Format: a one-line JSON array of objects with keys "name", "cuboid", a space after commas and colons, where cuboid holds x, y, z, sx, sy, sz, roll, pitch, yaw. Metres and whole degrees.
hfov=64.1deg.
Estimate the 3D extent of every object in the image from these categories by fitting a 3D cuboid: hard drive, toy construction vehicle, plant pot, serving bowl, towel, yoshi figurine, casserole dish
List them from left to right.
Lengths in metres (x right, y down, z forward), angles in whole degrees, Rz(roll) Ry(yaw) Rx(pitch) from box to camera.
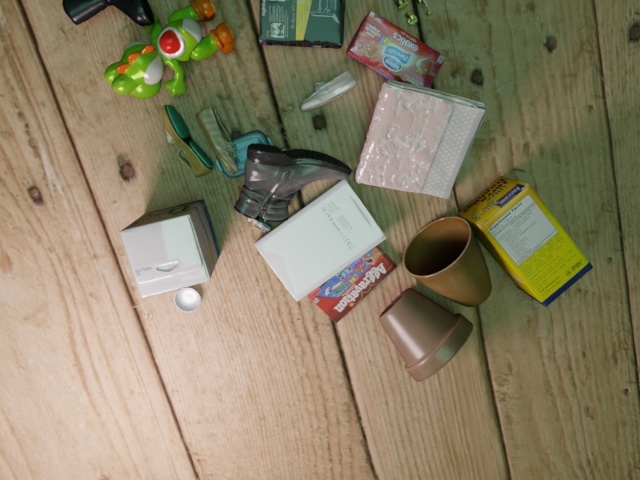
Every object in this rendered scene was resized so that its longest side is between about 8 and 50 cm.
[{"name": "yoshi figurine", "cuboid": [-0.432, -0.522, 1.443, 0.362, 0.203, 0.203, -35, 145, -10]}, {"name": "serving bowl", "cuboid": [-0.430, 0.188, 1.658, 0.083, 0.027, 0.083, -1, 104, -5]}, {"name": "casserole dish", "cuboid": [-0.233, -0.263, 1.564, 0.188, 0.037, 0.114, -23, 104, 2]}, {"name": "hard drive", "cuboid": [0.000, 0.000, 1.628, 0.353, 0.047, 0.233, -36, 96, 4]}, {"name": "toy construction vehicle", "cuboid": [0.272, -0.694, 1.504, 0.086, 0.035, 0.098, -30, 104, 3]}, {"name": "towel", "cuboid": [0.292, -0.288, 1.531, 0.316, 0.053, 0.332, 11, 126, -7]}, {"name": "plant pot", "cuboid": [0.320, 0.281, 1.654, 0.263, 0.263, 0.229, -45, 84, 6]}, {"name": "plant pot", "cuboid": [0.433, 0.093, 1.625, 0.237, 0.237, 0.254, -43, 117, 6]}]

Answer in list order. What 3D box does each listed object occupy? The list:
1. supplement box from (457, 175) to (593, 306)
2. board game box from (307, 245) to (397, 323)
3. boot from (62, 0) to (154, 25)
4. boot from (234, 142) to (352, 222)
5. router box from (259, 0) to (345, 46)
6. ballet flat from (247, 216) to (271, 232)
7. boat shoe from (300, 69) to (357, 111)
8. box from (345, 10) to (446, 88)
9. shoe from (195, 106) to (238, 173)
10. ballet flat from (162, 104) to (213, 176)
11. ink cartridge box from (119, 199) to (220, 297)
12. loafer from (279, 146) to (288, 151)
[{"name": "supplement box", "cuboid": [0.642, -0.002, 1.620, 0.194, 0.195, 0.356, -41, 104, 5]}, {"name": "board game box", "cuboid": [0.104, 0.132, 1.692, 0.281, 0.027, 0.145, -44, 104, 6]}, {"name": "boot", "cuboid": [-0.576, -0.632, 1.378, 0.207, 0.094, 0.246, -27, 68, 2]}, {"name": "boot", "cuboid": [-0.085, -0.162, 1.558, 0.338, 0.118, 0.223, 6, 113, -18]}, {"name": "router box", "cuboid": [-0.051, -0.714, 1.448, 0.242, 0.081, 0.309, 2, 103, -6]}, {"name": "ballet flat", "cuboid": [-0.206, -0.065, 1.613, 0.041, 0.041, 0.114, -45, 102, 6]}, {"name": "boat shoe", "cuboid": [0.017, -0.449, 1.529, 0.184, 0.066, 0.063, -28, 90, 4]}, {"name": "box", "cuboid": [0.215, -0.538, 1.488, 0.256, 0.128, 0.123, 27, 101, -11]}, {"name": "shoe", "cuboid": [-0.293, -0.296, 1.500, 0.058, 0.076, 0.219, -32, 81, 7]}, {"name": "ballet flat", "cuboid": [-0.413, -0.290, 1.523, 0.073, 0.080, 0.232, -30, 103, 18]}, {"name": "ink cartridge box", "cuboid": [-0.426, 0.014, 1.492, 0.198, 0.270, 0.197, -14, 104, -2]}, {"name": "loafer", "cuboid": [-0.133, -0.228, 1.578, 0.045, 0.039, 0.125, 27, 100, -10]}]
